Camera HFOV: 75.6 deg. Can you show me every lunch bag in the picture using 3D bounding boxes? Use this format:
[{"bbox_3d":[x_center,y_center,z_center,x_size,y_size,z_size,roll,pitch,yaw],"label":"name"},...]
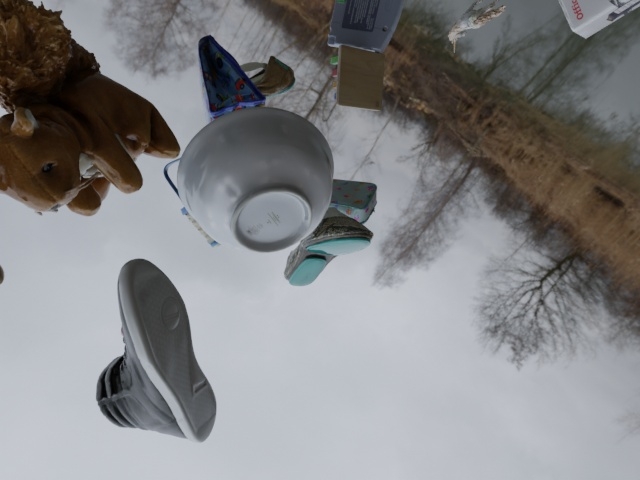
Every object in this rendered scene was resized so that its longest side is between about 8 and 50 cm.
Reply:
[{"bbox_3d":[0.096,-0.165,1.706,0.278,0.108,0.224,11,-142,20],"label":"lunch bag"},{"bbox_3d":[-0.257,-0.356,1.066,0.138,0.221,0.293,-21,-116,-19],"label":"lunch bag"}]

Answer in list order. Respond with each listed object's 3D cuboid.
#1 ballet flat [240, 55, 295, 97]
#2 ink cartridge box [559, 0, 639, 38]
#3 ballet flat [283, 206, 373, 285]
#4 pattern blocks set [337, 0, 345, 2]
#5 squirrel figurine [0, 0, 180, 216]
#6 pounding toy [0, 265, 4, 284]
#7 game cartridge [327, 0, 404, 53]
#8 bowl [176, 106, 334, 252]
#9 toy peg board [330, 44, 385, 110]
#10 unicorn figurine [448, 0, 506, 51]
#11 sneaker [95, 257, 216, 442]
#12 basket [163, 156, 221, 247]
[{"bbox_3d":[-0.236,-0.463,1.256,0.124,0.342,0.116,42,-131,-40],"label":"ballet flat"},{"bbox_3d":[0.706,-0.635,0.979,0.100,0.237,0.172,-9,-102,-43],"label":"ink cartridge box"},{"bbox_3d":[0.000,0.000,1.324,0.163,0.483,0.182,8,-115,-24],"label":"ballet flat"},{"bbox_3d":[0.020,-0.662,0.832,0.026,0.286,0.325,6,156,18],"label":"pattern blocks set"},{"bbox_3d":[-0.524,-0.233,0.791,0.370,0.280,0.397,-69,-40,-67],"label":"squirrel figurine"},{"bbox_3d":[-0.620,-0.020,0.609,0.154,0.155,0.269,18,162,39],"label":"pounding toy"},{"bbox_3d":[0.145,-0.707,1.202,0.195,0.295,0.060,16,-170,17],"label":"game cartridge"},{"bbox_3d":[-0.099,-0.074,0.742,0.297,0.298,0.134,21,-149,-36],"label":"bowl"},{"bbox_3d":[0.101,-0.473,1.224,0.161,0.161,0.079,-4,-167,-32],"label":"toy peg board"},{"bbox_3d":[0.350,-0.505,0.941,0.060,0.111,0.162,50,-165,-8],"label":"unicorn figurine"},{"bbox_3d":[-0.252,0.162,0.561,0.146,0.296,0.105,-3,-152,12],"label":"sneaker"},{"bbox_3d":[-0.297,-0.149,1.235,0.289,0.254,0.201,62,-169,-5],"label":"basket"}]
